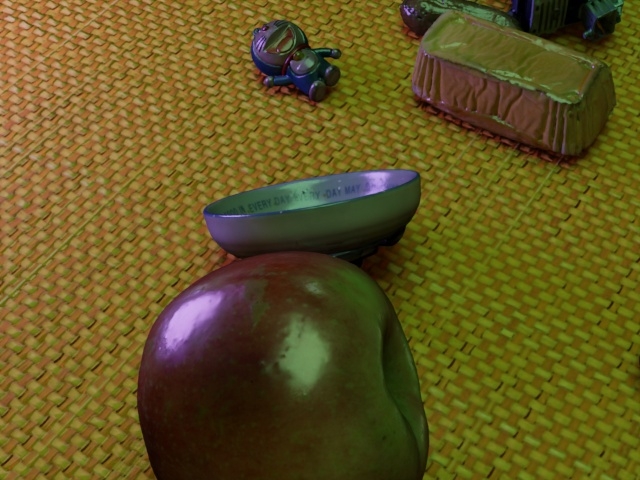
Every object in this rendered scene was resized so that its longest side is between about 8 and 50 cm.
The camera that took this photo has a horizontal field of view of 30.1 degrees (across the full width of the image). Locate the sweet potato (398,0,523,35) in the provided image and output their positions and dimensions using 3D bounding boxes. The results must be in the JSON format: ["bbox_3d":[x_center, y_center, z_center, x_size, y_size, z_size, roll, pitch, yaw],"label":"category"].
[{"bbox_3d":[0.233,-0.331,1.837,0.233,0.062,0.081,21,65,14],"label":"sweet potato"}]

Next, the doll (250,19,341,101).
[{"bbox_3d":[-0.044,-0.272,1.768,0.152,0.085,0.114,41,78,19],"label":"doll"}]

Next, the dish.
[{"bbox_3d":[0.000,0.000,1.483,0.273,0.134,0.273,-10,9,2],"label":"dish"}]

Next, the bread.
[{"bbox_3d":[0.274,-0.229,1.702,0.288,0.119,0.152,24,55,21],"label":"bread"}]

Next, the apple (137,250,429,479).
[{"bbox_3d":[-0.043,0.165,1.223,0.277,0.319,0.319,-14,46,13],"label":"apple"}]

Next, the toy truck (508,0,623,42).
[{"bbox_3d":[0.360,-0.458,1.862,0.184,0.133,0.338,-13,61,-1],"label":"toy truck"}]
